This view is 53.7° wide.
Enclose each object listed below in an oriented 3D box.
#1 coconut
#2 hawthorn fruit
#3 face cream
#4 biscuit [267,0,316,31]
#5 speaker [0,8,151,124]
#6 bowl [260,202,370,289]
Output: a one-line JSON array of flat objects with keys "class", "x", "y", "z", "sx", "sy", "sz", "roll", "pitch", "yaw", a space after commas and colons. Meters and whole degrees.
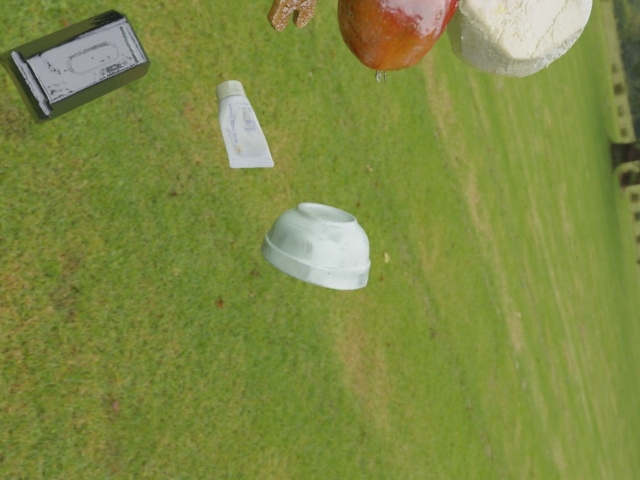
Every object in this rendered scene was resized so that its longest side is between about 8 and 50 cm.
[{"class": "coconut", "x": 0.412, "y": -0.505, "z": 1.366, "sx": 0.309, "sy": 0.297, "sz": 0.298, "roll": -68, "pitch": 140, "yaw": -73}, {"class": "hawthorn fruit", "x": 0.124, "y": -0.394, "z": 1.118, "sx": 0.299, "sy": 0.211, "sz": 0.211, "roll": 107, "pitch": -1, "yaw": -55}, {"class": "face cream", "x": -0.188, "y": -0.271, "z": 1.507, "sx": 0.114, "sy": 0.070, "sz": 0.224, "roll": -6, "pitch": 66, "yaw": -31}, {"class": "biscuit", "x": -0.058, "y": -0.739, "z": 1.817, "sx": 0.186, "sy": 0.295, "sz": 0.044, "roll": -27, "pitch": 66, "yaw": -40}, {"class": "speaker", "x": -0.552, "y": -0.414, "z": 1.473, "sx": 0.388, "sy": 0.184, "sz": 0.180, "roll": -43, "pitch": 119, "yaw": -39}, {"class": "bowl", "x": 0.000, "y": 0.000, "z": 1.703, "sx": 0.307, "sy": 0.307, "sz": 0.163, "roll": -12, "pitch": 121, "yaw": -58}]
